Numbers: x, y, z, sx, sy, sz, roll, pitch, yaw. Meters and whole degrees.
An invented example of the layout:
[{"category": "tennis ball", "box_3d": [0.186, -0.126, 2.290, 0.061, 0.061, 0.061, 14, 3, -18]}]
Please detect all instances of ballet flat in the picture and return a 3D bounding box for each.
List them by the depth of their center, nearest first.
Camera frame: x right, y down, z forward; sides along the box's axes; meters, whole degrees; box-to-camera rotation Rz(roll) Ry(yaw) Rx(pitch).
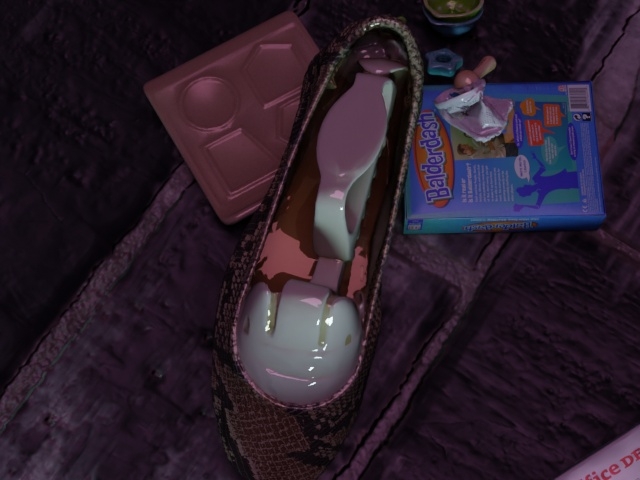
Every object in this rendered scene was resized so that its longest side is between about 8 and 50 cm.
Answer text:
[{"category": "ballet flat", "box_3d": [0.000, 0.000, 1.135, 0.164, 0.182, 0.483, 15, 78, -2]}]

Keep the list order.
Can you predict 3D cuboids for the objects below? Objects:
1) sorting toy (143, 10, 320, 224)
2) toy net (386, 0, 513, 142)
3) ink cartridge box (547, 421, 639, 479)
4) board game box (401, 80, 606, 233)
[{"category": "sorting toy", "box_3d": [-0.067, -0.135, 1.294, 0.193, 0.038, 0.208, -29, 68, -9]}, {"category": "toy net", "box_3d": [0.133, -0.192, 1.261, 0.122, 0.045, 0.232, -7, 45, -6]}, {"category": "ink cartridge box", "box_3d": [0.319, 0.288, 1.103, 0.160, 0.092, 0.219, -31, 73, -10]}, {"category": "board game box", "box_3d": [0.190, -0.089, 1.263, 0.210, 0.047, 0.160, 0, 70, 0]}]
